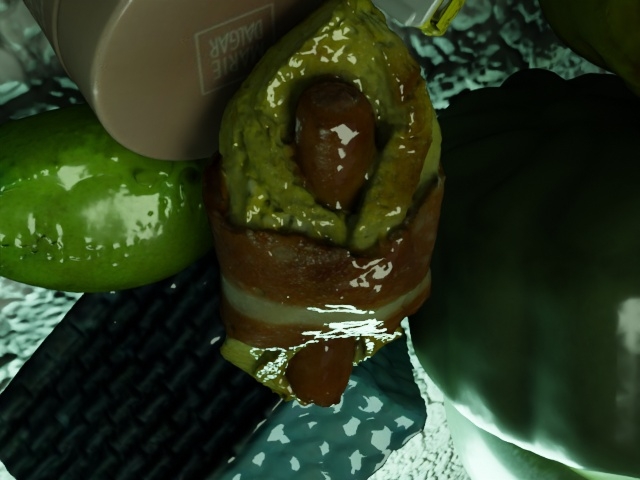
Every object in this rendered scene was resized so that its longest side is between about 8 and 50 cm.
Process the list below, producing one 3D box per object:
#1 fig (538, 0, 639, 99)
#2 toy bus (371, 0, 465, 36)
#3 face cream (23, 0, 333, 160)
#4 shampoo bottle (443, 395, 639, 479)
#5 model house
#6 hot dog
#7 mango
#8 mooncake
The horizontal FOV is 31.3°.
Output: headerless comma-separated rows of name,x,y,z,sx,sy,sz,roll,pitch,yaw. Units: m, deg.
fig,0.258,-0.207,0.684,0.239,0.239,0.271,4,106,-48
toy bus,0.096,-0.219,0.609,0.226,0.081,0.074,-54,170,21
face cream,-0.066,-0.128,0.572,0.149,0.104,0.149,-25,148,-17
shampoo bottle,0.273,0.131,1.068,0.322,0.322,0.317,-26,159,-17
model house,-0.105,0.102,0.816,0.241,0.226,0.261,37,105,-20
hot dog,0.004,0.002,0.589,0.123,0.093,0.261,-8,128,-7
mango,-0.133,-0.029,0.648,0.178,0.100,0.119,-4,135,-23
mooncake,0.219,-0.001,0.787,0.351,0.351,0.187,-20,125,-26
